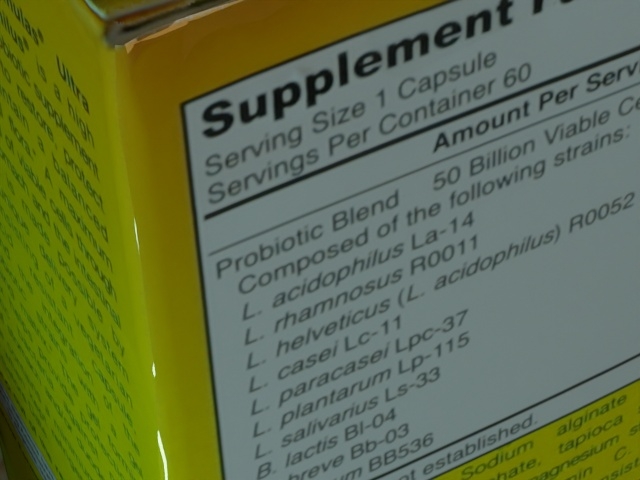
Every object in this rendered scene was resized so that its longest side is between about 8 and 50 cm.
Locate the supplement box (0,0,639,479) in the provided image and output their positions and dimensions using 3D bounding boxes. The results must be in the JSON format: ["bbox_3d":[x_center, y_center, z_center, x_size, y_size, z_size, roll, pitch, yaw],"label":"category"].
[{"bbox_3d":[0.000,0.000,0.548,0.194,0.195,0.356,-22,136,-20],"label":"supplement box"}]
